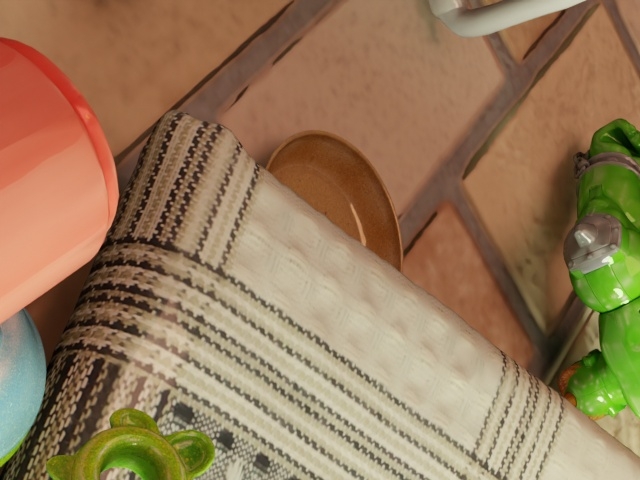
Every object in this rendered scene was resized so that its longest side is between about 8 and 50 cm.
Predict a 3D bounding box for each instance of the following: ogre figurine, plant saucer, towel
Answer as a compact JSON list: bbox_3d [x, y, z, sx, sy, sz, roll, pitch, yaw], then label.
[{"bbox_3d":[0.166,0.042,0.670,0.118,0.096,0.197,-22,104,-59],"label":"ogre figurine"},{"bbox_3d":[0.000,0.000,0.553,0.083,0.015,0.083,17,67,-46],"label":"plant saucer"},{"bbox_3d":[0.014,0.169,0.476,0.324,0.056,0.312,41,54,-34],"label":"towel"}]

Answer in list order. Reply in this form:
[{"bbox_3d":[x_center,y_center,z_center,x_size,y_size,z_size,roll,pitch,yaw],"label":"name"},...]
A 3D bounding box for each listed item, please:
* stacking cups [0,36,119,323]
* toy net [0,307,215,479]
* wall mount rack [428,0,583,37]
[{"bbox_3d":[-0.170,0.053,0.263,0.316,0.096,0.096,-37,106,-42],"label":"stacking cups"},{"bbox_3d":[-0.136,0.089,0.328,0.122,0.045,0.232,45,52,8],"label":"toy net"},{"bbox_3d":[0.004,-0.240,0.554,0.350,0.130,0.304,-3,84,-50],"label":"wall mount rack"}]
